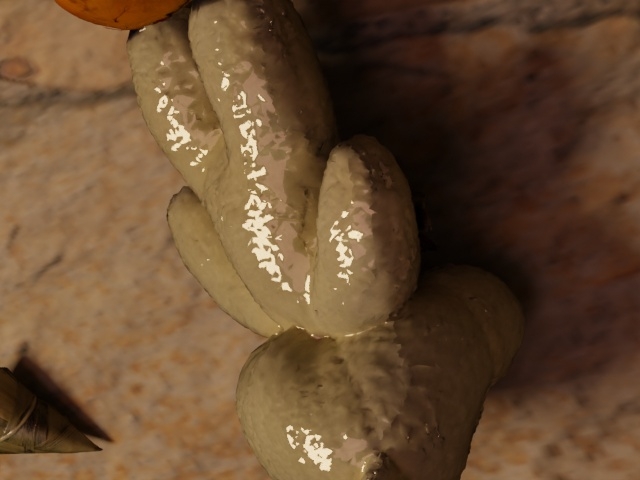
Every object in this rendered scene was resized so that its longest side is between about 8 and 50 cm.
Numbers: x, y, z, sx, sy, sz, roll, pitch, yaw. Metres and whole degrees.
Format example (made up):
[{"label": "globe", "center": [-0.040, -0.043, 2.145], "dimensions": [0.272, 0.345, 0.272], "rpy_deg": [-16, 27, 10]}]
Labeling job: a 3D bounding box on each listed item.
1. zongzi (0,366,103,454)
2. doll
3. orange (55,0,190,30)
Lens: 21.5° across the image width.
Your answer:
[{"label": "zongzi", "center": [-0.184, 0.122, 1.051], "dimensions": [0.083, 0.040, 0.076], "rpy_deg": [31, 139, -12]}, {"label": "doll", "center": [0.003, -0.001, 0.818], "dimensions": [0.149, 0.175, 0.278], "rpy_deg": [-23, 98, 0]}, {"label": "orange", "center": [-0.080, -0.127, 0.692], "dimensions": [0.083, 0.083, 0.084], "rpy_deg": [15, 125, 23]}]
